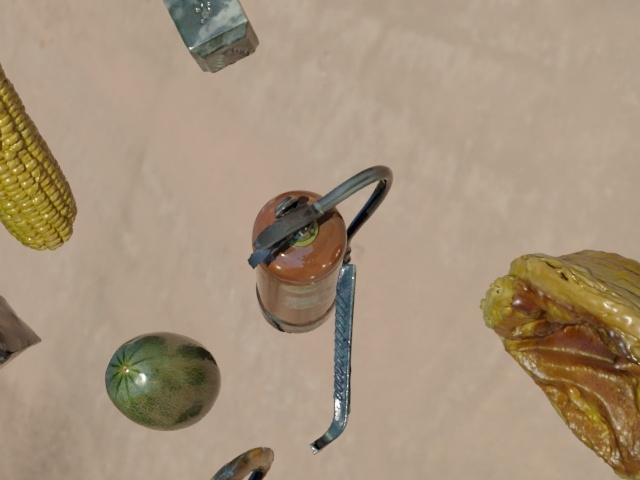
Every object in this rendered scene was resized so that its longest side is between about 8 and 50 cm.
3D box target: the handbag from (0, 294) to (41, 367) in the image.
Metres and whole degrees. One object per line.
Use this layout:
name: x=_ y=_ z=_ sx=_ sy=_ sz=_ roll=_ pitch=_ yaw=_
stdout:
handbag: x=-0.384 y=0.124 z=1.323 sx=0.139 sy=0.072 sz=0.115 roll=-36 pitch=1 yaw=8

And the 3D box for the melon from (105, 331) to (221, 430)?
melon: x=-0.178 y=0.161 z=1.435 sx=0.114 sy=0.167 sz=0.114 roll=-4 pitch=80 yaw=26

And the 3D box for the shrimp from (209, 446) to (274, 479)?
shrimp: x=-0.102 y=0.293 z=1.497 sx=0.095 sy=0.045 sz=0.162 roll=-42 pitch=-17 yaw=-39

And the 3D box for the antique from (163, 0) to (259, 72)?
antique: x=-0.153 y=-0.309 z=1.591 sx=0.183 sy=0.088 sz=0.086 roll=63 pitch=-177 yaw=14

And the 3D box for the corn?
corn: x=-0.283 y=-0.084 z=1.088 sx=0.080 sy=0.080 sz=0.238 roll=-116 pitch=3 yaw=-52

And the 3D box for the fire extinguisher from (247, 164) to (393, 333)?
fire extinguisher: x=-0.010 y=-0.004 z=1.546 sx=0.200 sy=0.113 sz=0.376 roll=-56 pitch=-8 yaw=-14

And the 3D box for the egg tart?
egg tart: x=0.346 y=0.136 z=1.461 sx=0.339 sy=0.153 sz=0.351 roll=50 pitch=165 yaw=19

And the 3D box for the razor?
razor: x=0.021 y=0.118 z=1.240 sx=0.066 sy=0.033 sz=0.190 roll=45 pitch=-128 yaw=-80
